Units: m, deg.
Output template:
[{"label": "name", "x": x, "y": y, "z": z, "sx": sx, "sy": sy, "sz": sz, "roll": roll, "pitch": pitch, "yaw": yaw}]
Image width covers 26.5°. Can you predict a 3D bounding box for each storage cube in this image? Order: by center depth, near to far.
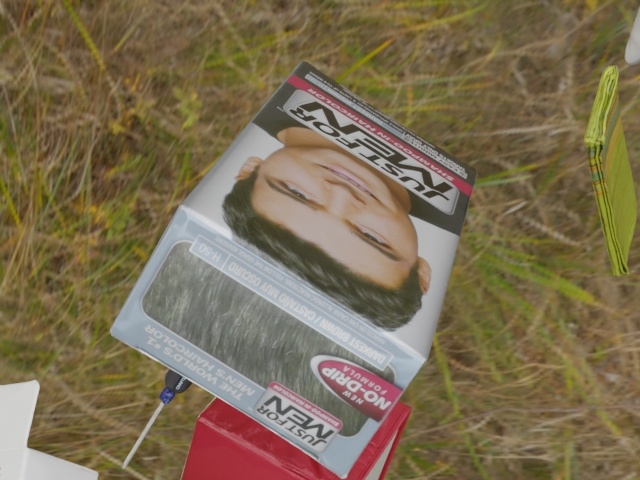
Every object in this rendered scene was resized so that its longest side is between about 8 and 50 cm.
[{"label": "storage cube", "x": -0.035, "y": 0.258, "z": 1.563, "sx": 0.193, "sy": 0.215, "sz": 0.184, "roll": 26, "pitch": 37, "yaw": 13}]

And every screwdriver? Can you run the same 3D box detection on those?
[{"label": "screwdriver", "x": -0.142, "y": 0.147, "z": 1.173, "sx": 0.025, "sy": 0.170, "sz": 0.024, "roll": 2, "pitch": 46, "yaw": -44}]

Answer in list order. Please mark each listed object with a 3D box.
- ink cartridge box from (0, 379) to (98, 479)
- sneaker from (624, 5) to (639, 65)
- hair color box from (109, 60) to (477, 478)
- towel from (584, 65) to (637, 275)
[{"label": "ink cartridge box", "x": -0.361, "y": 0.342, "z": 1.457, "sx": 0.119, "sy": 0.207, "sz": 0.354, "roll": 34, "pitch": 54, "yaw": -48}, {"label": "sneaker", "x": 0.327, "y": -0.089, "z": 0.958, "sx": 0.111, "sy": 0.129, "sz": 0.297, "roll": -12, "pitch": 56, "yaw": -28}, {"label": "hair color box", "x": 0.000, "y": 0.000, "z": 1.029, "sx": 0.185, "sy": 0.374, "sz": 0.114, "roll": 32, "pitch": 115, "yaw": -2}, {"label": "towel", "x": 0.310, "y": -0.068, "z": 1.421, "sx": 0.021, "sy": 0.237, "sz": 0.102, "roll": 7, "pitch": 57, "yaw": 25}]
